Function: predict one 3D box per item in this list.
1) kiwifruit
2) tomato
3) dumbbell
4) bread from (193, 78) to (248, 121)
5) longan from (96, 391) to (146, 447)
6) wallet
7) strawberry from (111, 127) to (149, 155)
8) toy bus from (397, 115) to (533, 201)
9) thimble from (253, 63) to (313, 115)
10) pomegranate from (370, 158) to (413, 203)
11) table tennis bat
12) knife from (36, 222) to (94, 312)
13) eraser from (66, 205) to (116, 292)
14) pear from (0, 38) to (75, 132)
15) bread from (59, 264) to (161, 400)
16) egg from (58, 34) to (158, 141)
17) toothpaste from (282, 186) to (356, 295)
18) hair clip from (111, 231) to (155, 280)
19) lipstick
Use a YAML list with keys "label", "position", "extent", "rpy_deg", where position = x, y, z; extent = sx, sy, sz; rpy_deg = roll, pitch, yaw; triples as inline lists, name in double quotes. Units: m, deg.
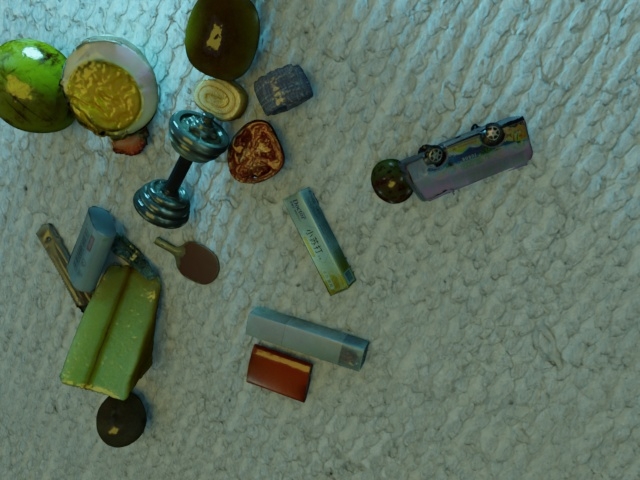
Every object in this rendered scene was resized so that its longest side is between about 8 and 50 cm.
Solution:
- label: "kiwifruit"
  position: [-0.260, -0.556, 1.552]
  extent: [0.195, 0.196, 0.234]
  rpy_deg: [27, 105, 10]
- label: "tomato"
  position: [-0.185, -0.252, 1.659]
  extent: [0.174, 0.082, 0.167]
  rpy_deg: [-23, 96, 18]
- label: "dumbbell"
  position: [-0.407, -0.201, 1.670]
  extent: [0.179, 0.179, 0.406]
  rpy_deg: [40, 119, 5]
- label: "bread"
  position: [-0.282, -0.412, 1.661]
  extent: [0.149, 0.073, 0.122]
  rpy_deg: [32, 105, 6]
- label: "longan"
  position: [-0.686, 0.614, 1.987]
  extent: [0.167, 0.167, 0.187]
  rpy_deg: [-1, 89, 18]
- label: "wallet"
  position: [-0.129, 0.419, 1.823]
  extent: [0.204, 0.045, 0.143]
  rpy_deg: [16, 109, 14]
- label: "strawberry"
  position: [-0.587, -0.317, 1.792]
  extent: [0.152, 0.048, 0.104]
  rpy_deg: [-11, 106, 29]
- label: "toy bus"
  position: [0.360, -0.204, 1.442]
  extent: [0.316, 0.112, 0.138]
  rpy_deg: [-22, 101, 3]
- label: "thimble"
  position: [-0.101, -0.407, 1.560]
  extent: [0.150, 0.150, 0.098]
  rpy_deg: [-21, 95, 21]
- label: "pomegranate"
  position: [0.197, -0.162, 1.538]
  extent: [0.130, 0.130, 0.130]
  rpy_deg: [4, 104, 17]
- label: "table tennis bat"
  position: [-0.429, 0.055, 1.845]
  extent: [0.234, 0.022, 0.131]
  rpy_deg: [28, 110, 8]
- label: "knife"
  position: [-0.861, 0.102, 1.983]
  extent: [0.089, 0.043, 0.365]
  rpy_deg: [-31, 90, -11]
- label: "eraser"
  position: [-0.746, 0.027, 1.876]
  extent: [0.174, 0.081, 0.227]
  rpy_deg: [51, 121, 44]
- label: "pear"
  position: [-0.854, -0.458, 1.733]
  extent: [0.283, 0.283, 0.284]
  rpy_deg: [4, 104, 17]
- label: "bread"
  position: [-0.663, 0.274, 1.854]
  extent: [0.233, 0.245, 0.362]
  rpy_deg: [14, 105, 2]
- label: "egg"
  position: [-0.610, -0.451, 1.703]
  extent: [0.264, 0.174, 0.287]
  rpy_deg: [-25, 111, -3]
- label: "toothpaste"
  position: [0.000, 0.000, 1.659]
  extent: [0.071, 0.089, 0.313]
  rpy_deg: [-24, 95, 26]
- label: "hair clip"
  position: [-0.616, 0.055, 1.886]
  extent: [0.229, 0.036, 0.066]
  rpy_deg: [40, 85, 16]
- label: "lipstick"
  position: [-0.042, 0.295, 1.749]
  extent: [0.371, 0.076, 0.080]
  rpy_deg: [15, 108, 14]
